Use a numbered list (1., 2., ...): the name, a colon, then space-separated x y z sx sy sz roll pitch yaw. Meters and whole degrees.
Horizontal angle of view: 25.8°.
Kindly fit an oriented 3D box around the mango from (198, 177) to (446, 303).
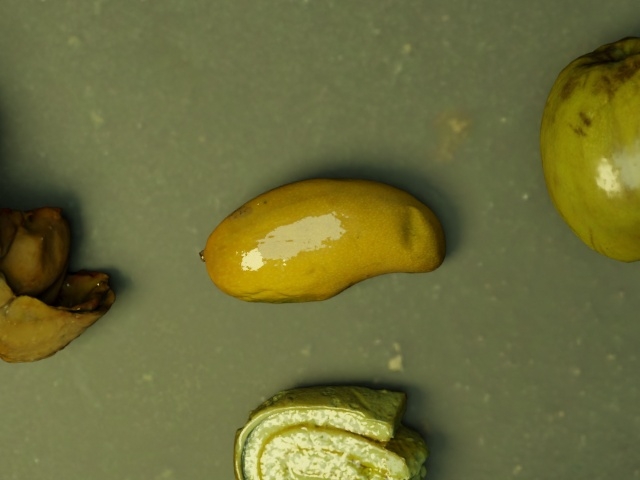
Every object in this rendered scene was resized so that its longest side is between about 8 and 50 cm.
1. mango: 0.000 0.000 1.078 0.190 0.075 0.098 -9 113 5

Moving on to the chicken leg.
1. chicken leg: -0.316 0.071 1.101 0.295 0.182 0.410 9 104 -10

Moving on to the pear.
1. pear: 0.232 -0.064 1.001 0.148 0.149 0.162 -18 95 10

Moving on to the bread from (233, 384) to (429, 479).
1. bread: 0.009 0.175 1.109 0.156 0.064 0.118 0 103 7
